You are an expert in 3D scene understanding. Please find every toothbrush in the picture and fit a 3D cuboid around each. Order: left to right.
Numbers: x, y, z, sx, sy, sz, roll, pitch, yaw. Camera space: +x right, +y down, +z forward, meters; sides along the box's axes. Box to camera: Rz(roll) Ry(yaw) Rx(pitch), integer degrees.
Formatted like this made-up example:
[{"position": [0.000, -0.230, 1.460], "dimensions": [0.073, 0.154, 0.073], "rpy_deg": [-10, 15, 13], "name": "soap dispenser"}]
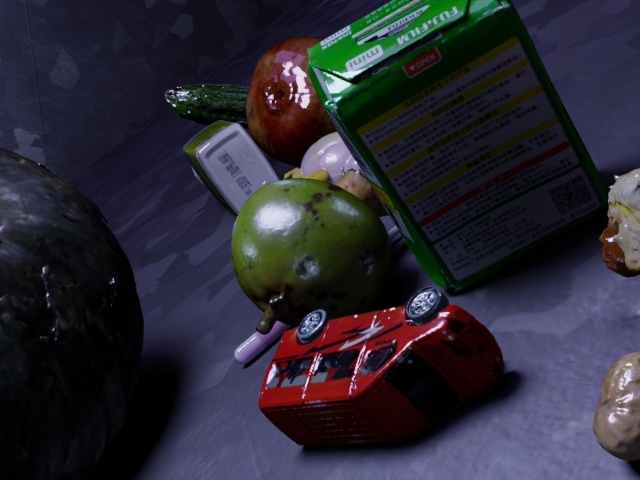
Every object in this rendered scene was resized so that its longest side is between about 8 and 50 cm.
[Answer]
[{"position": [0.022, 0.035, 1.032], "dimensions": [0.286, 0.020, 0.025], "rpy_deg": [-39, 11, -13], "name": "toothbrush"}]

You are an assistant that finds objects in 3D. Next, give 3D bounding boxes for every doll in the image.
[{"position": [0.087, -0.147, 1.252], "dimensions": [0.365, 0.094, 0.160], "rpy_deg": [-43, 23, -20], "name": "doll"}]

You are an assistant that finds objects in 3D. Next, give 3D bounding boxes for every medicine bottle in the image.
[{"position": [-0.141, -0.114, 1.495], "dimensions": [0.088, 0.132, 0.188], "rpy_deg": [-39, 17, -8], "name": "medicine bottle"}]

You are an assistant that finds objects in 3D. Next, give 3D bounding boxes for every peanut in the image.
[{"position": [0.199, 0.080, 0.569], "dimensions": [0.113, 0.054, 0.054], "rpy_deg": [-47, 22, -23], "name": "peanut"}]

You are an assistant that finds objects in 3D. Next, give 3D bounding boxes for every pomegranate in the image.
[{"position": [0.005, 0.004, 0.963], "dimensions": [0.156, 0.156, 0.220], "rpy_deg": [-22, 3, 33], "name": "pomegranate"}]

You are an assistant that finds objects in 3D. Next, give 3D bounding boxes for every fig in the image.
[{"position": [-0.014, -0.202, 1.445], "dimensions": [0.205, 0.205, 0.205], "rpy_deg": [-31, 19, 12], "name": "fig"}]

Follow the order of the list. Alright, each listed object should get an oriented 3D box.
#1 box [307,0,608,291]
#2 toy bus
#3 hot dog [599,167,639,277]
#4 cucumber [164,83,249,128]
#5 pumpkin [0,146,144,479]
[{"position": [0.118, -0.089, 0.820], "dimensions": [0.180, 0.250, 0.103], "rpy_deg": [-28, 35, 12], "name": "box"}, {"position": [0.043, 0.103, 0.744], "dimensions": [0.195, 0.081, 0.089], "rpy_deg": [-15, 36, 45], "name": "toy bus"}, {"position": [0.285, -0.026, 0.622], "dimensions": [0.213, 0.103, 0.146], "rpy_deg": [-18, 2, 20], "name": "hot dog"}, {"position": [-0.119, -0.213, 1.565], "dimensions": [0.265, 0.077, 0.077], "rpy_deg": [-3, 2, -29], "name": "cucumber"}, {"position": [-0.395, 0.085, 0.971], "dimensions": [0.344, 0.454, 0.454], "rpy_deg": [-56, 7, 29], "name": "pumpkin"}]
